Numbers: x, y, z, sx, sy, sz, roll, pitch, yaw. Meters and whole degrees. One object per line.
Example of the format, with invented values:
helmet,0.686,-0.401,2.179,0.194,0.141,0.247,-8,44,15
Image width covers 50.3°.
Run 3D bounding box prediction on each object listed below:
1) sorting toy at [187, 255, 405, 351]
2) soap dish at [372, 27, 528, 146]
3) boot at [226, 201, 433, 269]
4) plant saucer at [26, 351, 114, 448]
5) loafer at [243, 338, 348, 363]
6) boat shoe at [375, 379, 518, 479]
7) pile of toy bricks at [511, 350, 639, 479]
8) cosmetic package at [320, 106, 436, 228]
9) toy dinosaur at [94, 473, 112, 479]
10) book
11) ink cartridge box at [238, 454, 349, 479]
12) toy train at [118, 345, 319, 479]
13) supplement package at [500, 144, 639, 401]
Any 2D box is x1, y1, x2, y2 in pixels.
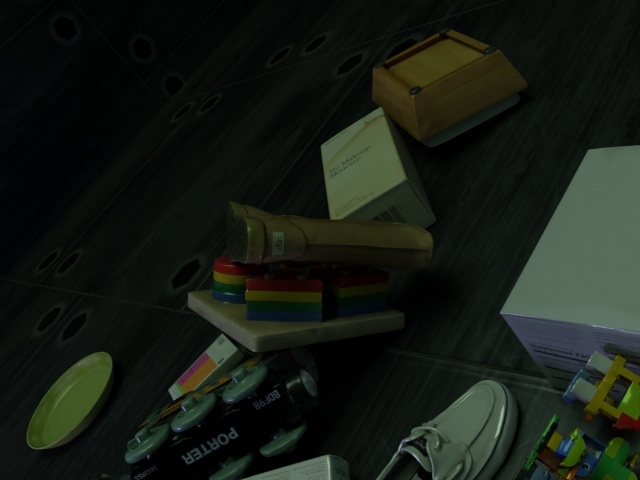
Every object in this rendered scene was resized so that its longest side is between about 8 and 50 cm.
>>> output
sorting toy,-0.044,0.077,1.063,0.255,0.090,0.257,-4,12,-31
soap dish,0.239,-0.315,1.364,0.228,0.118,0.291,-27,30,-1
boot,0.000,0.000,1.037,0.236,0.269,0.089,-144,57,-69
plant saucer,-0.530,0.350,1.472,0.240,0.037,0.241,-29,31,19
loafer,-0.054,0.157,1.133,0.220,0.078,0.080,-12,39,40
boat shoe,0.130,0.255,0.773,0.258,0.084,0.095,-51,30,-19
pile of toy bricks,0.258,0.226,0.659,0.105,0.118,0.212,32,76,20
cosmetic package,0.100,-0.113,1.293,0.160,0.113,0.310,-32,31,15
toy dinosaur,-0.382,0.444,1.008,0.218,0.164,0.322,-38,-15,-6
book,-0.212,0.242,1.252,0.144,0.035,0.096,-46,26,-10
ink cartridge box,-0.043,0.397,0.839,0.180,0.056,0.225,-24,51,27
toy train,-0.147,0.269,1.020,0.333,0.142,0.190,-33,9,11
supplement package,0.362,0.032,0.746,0.204,0.145,0.262,3,50,51
